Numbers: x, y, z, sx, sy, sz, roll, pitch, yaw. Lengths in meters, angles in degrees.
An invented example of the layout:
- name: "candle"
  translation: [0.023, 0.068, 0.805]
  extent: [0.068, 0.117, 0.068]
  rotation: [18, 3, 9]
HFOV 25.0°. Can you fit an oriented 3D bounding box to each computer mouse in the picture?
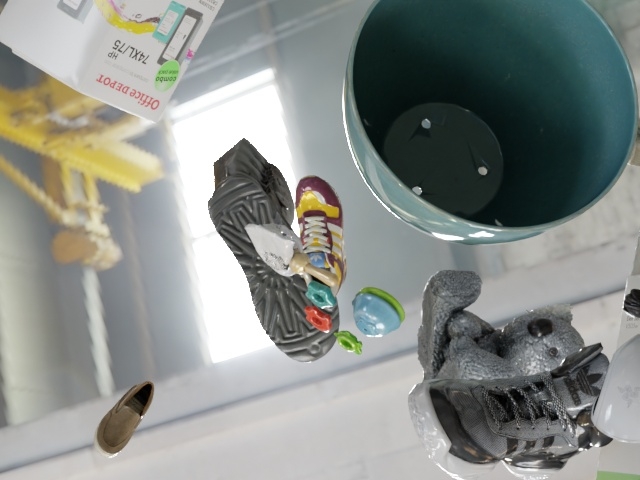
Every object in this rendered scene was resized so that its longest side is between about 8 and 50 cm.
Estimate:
- name: "computer mouse"
  translation: [0.306, 0.109, 1.315]
  extent: [0.193, 0.106, 0.042]
  rotation: [-51, -31, -43]

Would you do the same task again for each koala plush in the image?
- name: "koala plush"
  translation: [0.258, 0.155, 1.960]
  extent: [0.203, 0.221, 0.196]
  rotation: [99, 160, -49]

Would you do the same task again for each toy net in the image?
- name: "toy net"
  translation: [-0.005, 0.050, 1.832]
  extent: [0.232, 0.122, 0.045]
  rotation: [42, -120, -11]

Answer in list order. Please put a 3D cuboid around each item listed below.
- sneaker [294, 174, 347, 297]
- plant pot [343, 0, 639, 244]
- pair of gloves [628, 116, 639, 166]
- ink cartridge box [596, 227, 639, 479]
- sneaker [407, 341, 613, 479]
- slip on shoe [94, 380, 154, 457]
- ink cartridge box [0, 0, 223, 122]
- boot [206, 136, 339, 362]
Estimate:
- name: "sneaker"
  translation: [0.000, 0.000, 2.075]
  extent: [0.084, 0.070, 0.185]
  rotation: [-66, -35, -66]
- name: "plant pot"
  translation: [0.150, -0.115, 1.471]
  extent: [0.195, 0.290, 0.290]
  rotation: [122, 139, -68]
- name: "pair of gloves"
  translation: [0.417, -0.064, 1.516]
  extent: [0.240, 0.204, 0.042]
  rotation: [-104, 25, -58]
- name: "ink cartridge box"
  translation: [0.418, 0.154, 1.505]
  extent: [0.207, 0.119, 0.353]
  rotation: [16, -101, -26]
- name: "sneaker"
  translation: [0.200, 0.154, 1.363]
  extent: [0.269, 0.153, 0.101]
  rotation: [18, -135, -52]
- name: "slip on shoe"
  translation: [-0.283, 0.258, 2.104]
  extent: [0.051, 0.041, 0.135]
  rotation: [42, -133, -4]
- name: "ink cartridge box"
  translation: [-0.289, -0.343, 2.059]
  extent: [0.197, 0.270, 0.198]
  rotation: [33, -173, 28]
- name: "boot"
  translation: [-0.090, 0.007, 2.723]
  extent: [0.445, 0.146, 0.367]
  rotation: [-113, -2, -78]
